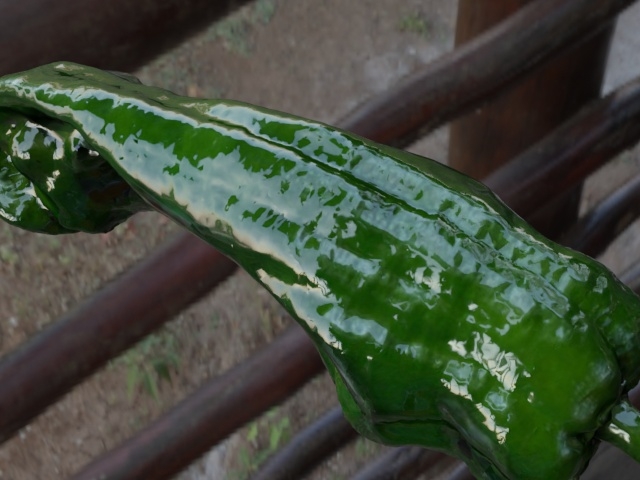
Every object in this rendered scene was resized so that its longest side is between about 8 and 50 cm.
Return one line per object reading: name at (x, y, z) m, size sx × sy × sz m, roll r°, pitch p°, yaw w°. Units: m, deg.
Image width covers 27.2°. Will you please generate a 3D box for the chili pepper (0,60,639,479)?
chili pepper at (-0.003, 0.005, 0.402) m, size 0.257 × 0.100 × 0.074 m, roll 30°, pitch 56°, yaw 24°
